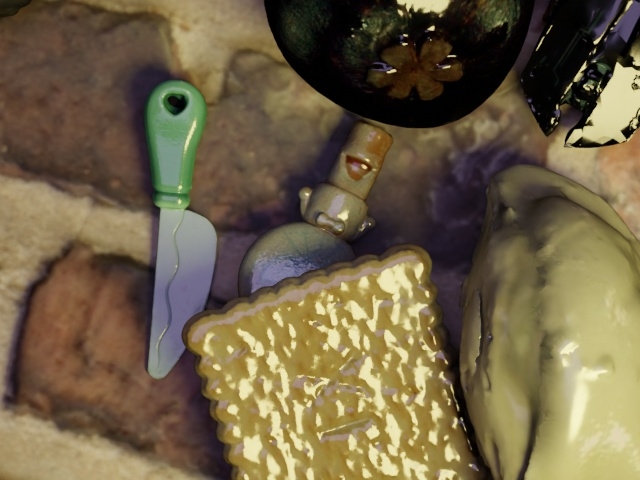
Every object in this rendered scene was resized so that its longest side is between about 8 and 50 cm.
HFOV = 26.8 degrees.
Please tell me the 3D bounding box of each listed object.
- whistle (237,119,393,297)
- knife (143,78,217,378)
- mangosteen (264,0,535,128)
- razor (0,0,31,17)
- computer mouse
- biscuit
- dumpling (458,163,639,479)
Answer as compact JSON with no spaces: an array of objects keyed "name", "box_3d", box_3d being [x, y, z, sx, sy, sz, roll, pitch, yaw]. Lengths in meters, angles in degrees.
[{"name":"whistle","box_3d":[0.000,0.000,1.147,0.107,0.057,0.220,25,84,-1]},{"name":"knife","box_3d":[-0.122,-0.009,1.169,0.063,0.034,0.260,0,93,-4]},{"name":"mangosteen","box_3d":[0.059,-0.217,1.088,0.243,0.243,0.243,0,87,3]},{"name":"razor","box_3d":[-0.356,-0.352,1.148,0.204,0.113,0.349,-7,86,-9]},{"name":"computer mouse","box_3d":[0.258,-0.188,1.133,0.146,0.077,0.242,29,89,6]},{"name":"biscuit","box_3d":[0.031,0.179,1.109,0.217,0.044,0.325,-19,99,1]},{"name":"dumpling","box_3d":[0.227,0.088,1.062,0.243,0.187,0.318,6,77,-10]}]
